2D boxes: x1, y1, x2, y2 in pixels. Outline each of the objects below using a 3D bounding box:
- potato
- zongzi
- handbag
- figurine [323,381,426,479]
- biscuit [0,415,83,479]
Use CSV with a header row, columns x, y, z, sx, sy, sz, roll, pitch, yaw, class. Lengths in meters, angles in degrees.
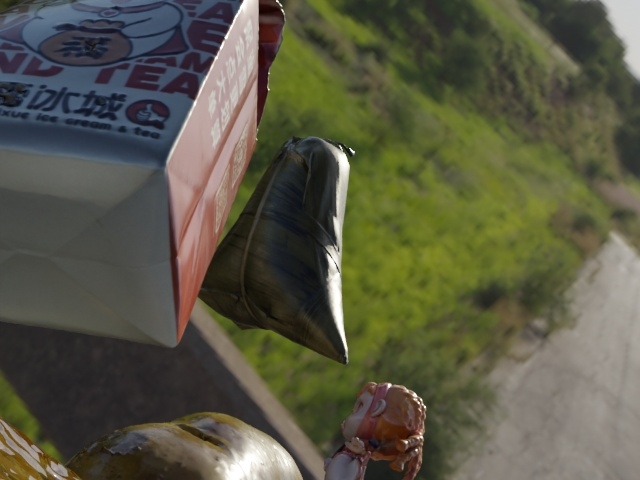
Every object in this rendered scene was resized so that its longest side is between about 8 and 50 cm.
x,y,z,sx,sy,sz,roll,pitch,yaw,class
-0.097,0.230,0.959,0.369,0.177,0.195,15,58,-71,potato
0.002,-0.002,1.183,0.094,0.204,0.204,38,-12,-37,zongzi
-0.132,-0.088,0.827,0.171,0.151,0.298,8,42,7,handbag
0.023,0.117,0.671,0.047,0.064,0.109,19,40,16,figurine
-0.059,0.129,0.357,0.359,0.046,0.359,42,-7,6,biscuit
